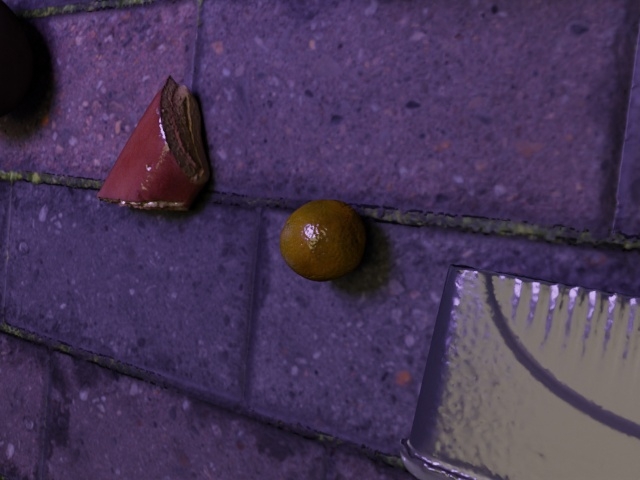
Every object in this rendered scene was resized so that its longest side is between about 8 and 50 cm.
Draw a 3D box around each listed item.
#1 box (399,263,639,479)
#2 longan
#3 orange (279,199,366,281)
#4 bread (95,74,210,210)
[{"bbox_3d":[0.209,0.125,0.463,0.274,0.138,0.178,9,91,30],"label":"box"},{"bbox_3d":[-0.522,-0.275,0.867,0.196,0.196,0.220,-46,76,23],"label":"longan"},{"bbox_3d":[0.000,0.000,0.615,0.095,0.085,0.085,-4,89,39],"label":"orange"},{"bbox_3d":[-0.200,-0.094,0.742,0.119,0.067,0.192,43,112,23],"label":"bread"}]
